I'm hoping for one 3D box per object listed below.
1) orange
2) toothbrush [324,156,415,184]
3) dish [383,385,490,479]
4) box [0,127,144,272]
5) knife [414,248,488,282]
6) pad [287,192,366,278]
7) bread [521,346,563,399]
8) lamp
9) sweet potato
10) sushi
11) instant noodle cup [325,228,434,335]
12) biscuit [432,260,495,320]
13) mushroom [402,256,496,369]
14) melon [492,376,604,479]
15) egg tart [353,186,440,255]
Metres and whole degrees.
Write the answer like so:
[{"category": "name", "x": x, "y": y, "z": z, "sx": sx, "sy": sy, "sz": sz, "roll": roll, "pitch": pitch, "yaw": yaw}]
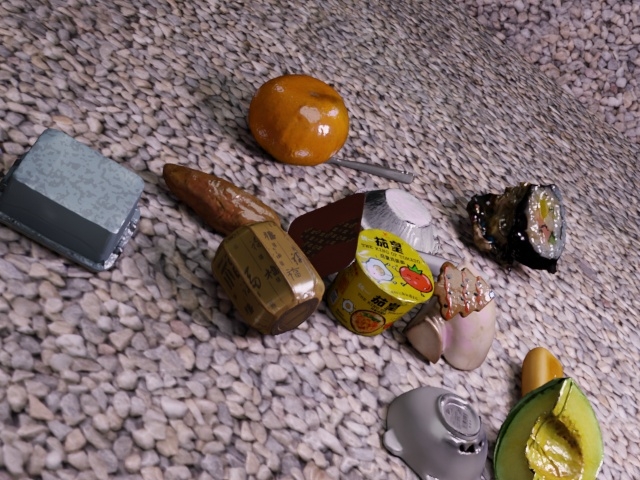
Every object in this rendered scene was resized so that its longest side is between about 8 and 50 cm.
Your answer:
[{"category": "orange", "x": -0.048, "y": -0.265, "z": 2.022, "sx": 0.240, "sy": 0.171, "sz": 0.240, "roll": 13, "pitch": 36, "yaw": -9}, {"category": "toothbrush", "x": 0.110, "y": -0.177, "z": 2.187, "sx": 0.297, "sy": 0.030, "sz": 0.031, "roll": 11, "pitch": 31, "yaw": -32}, {"category": "dish", "x": 0.234, "y": 0.341, "z": 1.612, "sx": 0.228, "sy": 0.086, "sz": 0.236, "roll": 46, "pitch": 35, "yaw": 15}, {"category": "box", "x": -0.409, "y": -0.069, "z": 1.493, "sx": 0.226, "sy": 0.130, "sz": 0.162, "roll": 30, "pitch": 49, "yaw": -10}, {"category": "knife", "x": 0.258, "y": 0.070, "z": 1.981, "sx": 0.265, "sy": 0.073, "sz": 0.041, "roll": 13, "pitch": 31, "yaw": -34}, {"category": "pad", "x": 0.000, "y": 0.000, "z": 1.756, "sx": 0.004, "sy": 0.181, "sz": 0.267, "roll": 57, "pitch": 24, "yaw": -27}, {"category": "bread", "x": 0.446, "y": 0.320, "z": 1.841, "sx": 0.092, "sy": 0.074, "sz": 0.239, "roll": 45, "pitch": 32, "yaw": -16}, {"category": "lamp", "x": -0.092, "y": 0.064, "z": 1.594, "sx": 0.161, "sy": 0.161, "sz": 0.185, "roll": -13, "pitch": 57, "yaw": -49}, {"category": "sweet potato", "x": -0.194, "y": -0.070, "z": 1.735, "sx": 0.251, "sy": 0.097, "sz": 0.097, "roll": 29, "pitch": 34, "yaw": -3}, {"category": "sushi", "x": 0.474, "y": -0.034, "z": 2.212, "sx": 0.238, "sy": 0.218, "sz": 0.225, "roll": 35, "pitch": 60, "yaw": -54}, {"category": "instant noodle cup", "x": 0.105, "y": 0.091, "z": 1.750, "sx": 0.182, "sy": 0.144, "sz": 0.182, "roll": 24, "pitch": 36, "yaw": -19}, {"category": "biscuit", "x": 0.278, "y": 0.099, "z": 1.759, "sx": 0.129, "sy": 0.019, "sz": 0.120, "roll": 5, "pitch": 74, "yaw": -12}, {"category": "mushroom", "x": 0.298, "y": 0.152, "z": 1.833, "sx": 0.173, "sy": 0.162, "sz": 0.236, "roll": 38, "pitch": 35, "yaw": 6}, {"category": "melon", "x": 0.420, "y": 0.404, "z": 1.667, "sx": 0.169, "sy": 0.129, "sz": 0.265, "roll": 39, "pitch": 59, "yaw": -26}, {"category": "egg tart", "x": 0.174, "y": -0.046, "z": 2.028, "sx": 0.234, "sy": 0.094, "sz": 0.234, "roll": 23, "pitch": 34, "yaw": -17}]
